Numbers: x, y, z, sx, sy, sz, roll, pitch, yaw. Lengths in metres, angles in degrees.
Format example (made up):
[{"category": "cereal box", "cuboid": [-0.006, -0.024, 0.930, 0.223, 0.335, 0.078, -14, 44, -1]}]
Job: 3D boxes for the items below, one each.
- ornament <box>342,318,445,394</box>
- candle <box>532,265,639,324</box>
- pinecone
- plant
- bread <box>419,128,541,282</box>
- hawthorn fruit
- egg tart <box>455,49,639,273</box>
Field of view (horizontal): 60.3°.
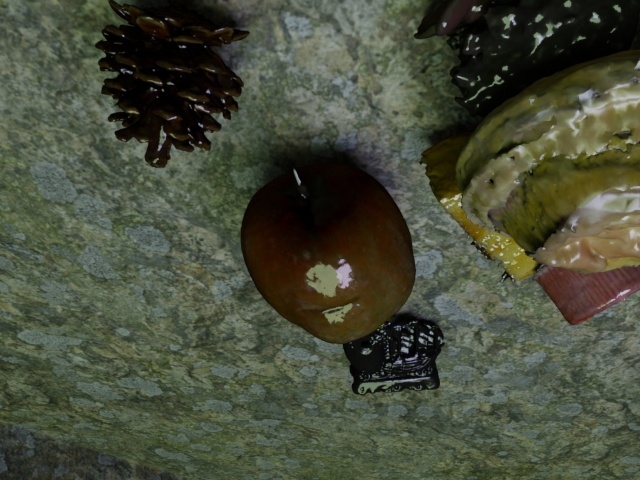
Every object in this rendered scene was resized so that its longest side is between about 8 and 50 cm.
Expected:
[{"category": "ornament", "cuboid": [0.167, 0.241, 1.270, 0.251, 0.106, 0.260, -4, 131, -1]}, {"category": "candle", "cuboid": [0.506, 0.029, 0.865, 0.317, 0.131, 0.287, -33, 160, 12]}, {"category": "pinecone", "cuboid": [-0.190, -0.199, 0.710, 0.185, 0.169, 0.212, 15, 128, 8]}, {"category": "plant", "cuboid": [0.216, -0.243, 0.615, 0.234, 0.178, 0.204, 7, 144, 0]}, {"category": "bread", "cuboid": [0.282, -0.068, 0.839, 0.147, 0.160, 0.260, -32, 122, 27]}, {"category": "hawthorn fruit", "cuboid": [0.000, 0.000, 0.863, 0.267, 0.268, 0.301, -15, 128, 21]}, {"category": "egg tart", "cuboid": [0.328, -0.057, 0.614, 0.352, 0.150, 0.352, 0, 153, 0]}]
